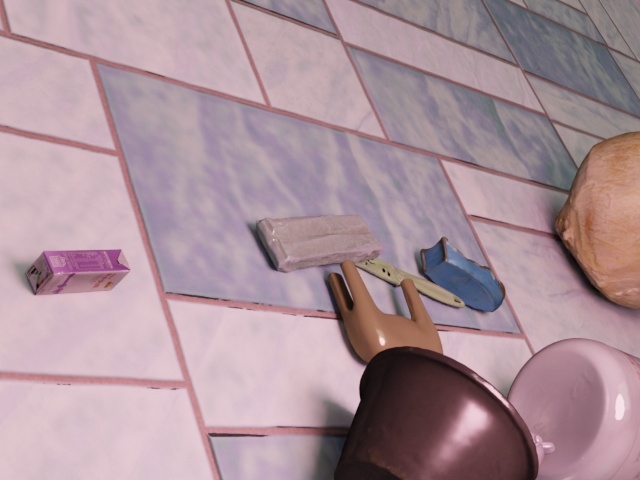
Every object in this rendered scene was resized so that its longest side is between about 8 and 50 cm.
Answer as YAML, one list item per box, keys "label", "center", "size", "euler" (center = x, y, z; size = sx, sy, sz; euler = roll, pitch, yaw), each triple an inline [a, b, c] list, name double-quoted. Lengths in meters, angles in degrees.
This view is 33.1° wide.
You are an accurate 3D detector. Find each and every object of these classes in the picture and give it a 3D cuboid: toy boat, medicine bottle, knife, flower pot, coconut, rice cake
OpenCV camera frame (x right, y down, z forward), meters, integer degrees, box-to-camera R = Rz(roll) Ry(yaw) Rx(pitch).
- label: "toy boat"
  center: [0.257, 0.060, 1.876]
  size: [0.185, 0.075, 0.077]
  euler: [35, 43, -23]
- label: "medicine bottle"
  center: [0.470, 0.304, 1.704]
  size: [0.306, 0.245, 0.245]
  euler: [23, 40, -33]
- label: "knife"
  center: [0.132, 0.062, 1.785]
  size: [0.293, 0.020, 0.043]
  euler: [26, 39, -28]
- label: "flower pot"
  center: [0.124, 0.286, 1.373]
  size: [0.269, 0.269, 0.166]
  euler: [46, 56, -2]
- label: "coconut"
  center: [0.668, -0.041, 2.223]
  size: [0.404, 0.404, 0.404]
  euler: [30, 37, -25]
- label: "rice cake"
  center: [0.000, 0.000, 1.667]
  size: [0.226, 0.040, 0.085]
  euler: [-5, 59, -44]

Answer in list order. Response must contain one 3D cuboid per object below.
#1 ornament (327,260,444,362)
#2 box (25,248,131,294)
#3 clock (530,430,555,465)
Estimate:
- label: "ornament"
  center: [0.136, 0.158, 1.649]
  size: [0.230, 0.061, 0.245]
  euler: [15, 43, -42]
- label: "box"
  center: [-0.291, 0.037, 1.302]
  size: [0.117, 0.050, 0.036]
  euler: [-2, 58, -47]
- label: "clock"
  center: [0.247, 0.304, 1.569]
  size: [0.176, 0.117, 0.080]
  euler: [23, 39, -31]
